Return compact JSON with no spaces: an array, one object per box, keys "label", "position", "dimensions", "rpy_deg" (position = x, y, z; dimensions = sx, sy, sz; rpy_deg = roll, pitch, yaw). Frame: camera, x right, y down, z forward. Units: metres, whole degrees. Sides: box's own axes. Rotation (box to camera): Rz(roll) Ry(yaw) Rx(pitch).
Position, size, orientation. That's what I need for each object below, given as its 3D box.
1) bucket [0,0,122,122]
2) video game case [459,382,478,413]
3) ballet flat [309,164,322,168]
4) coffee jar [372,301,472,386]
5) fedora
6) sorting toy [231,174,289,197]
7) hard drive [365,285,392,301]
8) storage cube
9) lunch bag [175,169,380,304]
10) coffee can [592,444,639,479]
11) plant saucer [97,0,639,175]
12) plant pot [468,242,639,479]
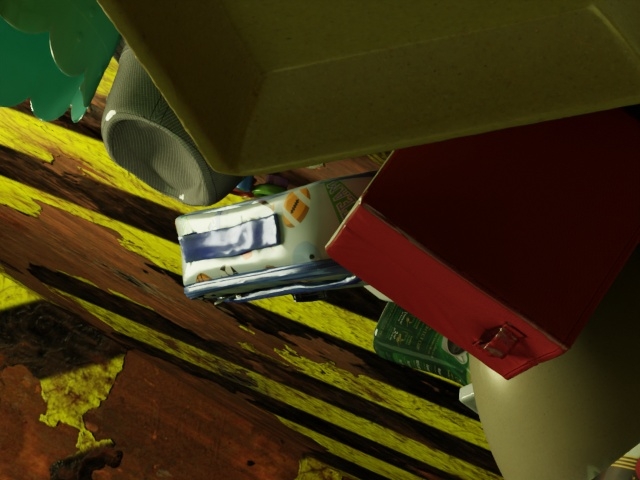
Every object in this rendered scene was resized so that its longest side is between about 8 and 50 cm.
[{"label":"bucket","position":[-0.267,-0.242,1.285],"dimensions":[0.281,0.183,0.281],"rpy_deg":[26,165,7]},{"label":"video game case","position":[0.306,0.192,1.838],"dimensions":[0.212,0.023,0.193],"rpy_deg":[-29,127,36]},{"label":"ballet flat","position":[-0.003,-0.173,1.180],"dimensions":[0.147,0.147,0.409],"rpy_deg":[22,164,20]},{"label":"coffee jar","position":[0.164,0.130,1.925],"dimensions":[0.184,0.096,0.079],"rpy_deg":[22,162,23]},{"label":"fedora","position":[-0.136,-0.114,1.589],"dimensions":[0.244,0.124,0.275],"rpy_deg":[27,165,4]},{"label":"sorting toy","position":[-0.073,-0.072,1.792],"dimensions":[0.102,0.042,0.061],"rpy_deg":[10,170,30]},{"label":"hard drive","position":[0.118,0.019,1.749],"dimensions":[0.210,0.040,0.319],"rpy_deg":[38,161,-33]},{"label":"storage cube","position":[0.144,-0.029,1.243],"dimensions":[0.193,0.215,0.183],"rpy_deg":[34,165,0]},{"label":"lunch bag","position":[0.000,0.000,1.538],"dimensions":[0.243,0.115,0.303],"rpy_deg":[-7,176,-36]},{"label":"coffee can","position":[0.388,0.261,1.629],"dimensions":[0.201,0.275,0.201],"rpy_deg":[25,164,8]},{"label":"plant saucer","position":[0.044,-0.171,0.973],"dimensions":[0.333,0.081,0.333],"rpy_deg":[-11,154,10]},{"label":"plant pot","position":[0.246,0.094,1.425],"dimensions":[0.191,0.284,0.284],"rpy_deg":[53,168,11]}]
